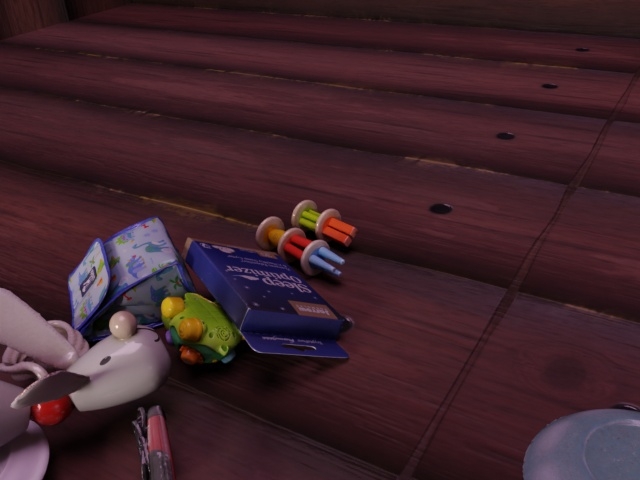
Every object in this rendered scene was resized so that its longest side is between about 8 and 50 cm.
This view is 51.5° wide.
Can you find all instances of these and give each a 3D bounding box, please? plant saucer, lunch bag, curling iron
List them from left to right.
[{"bbox_3d":[-0.249,0.053,0.850,0.151,0.096,0.129,-28,37,-7],"label":"lunch bag"},{"bbox_3d":[-0.120,0.245,0.544,0.035,0.068,0.274,-12,37,-17],"label":"curling iron"},{"bbox_3d":[0.278,0.206,0.577,0.195,0.037,0.195,-4,31,2],"label":"plant saucer"}]

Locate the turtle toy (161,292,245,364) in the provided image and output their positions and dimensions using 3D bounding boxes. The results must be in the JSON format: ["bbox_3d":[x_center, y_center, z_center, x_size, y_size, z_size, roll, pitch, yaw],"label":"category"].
[{"bbox_3d":[-0.142,0.102,0.770,0.095,0.066,0.130,7,19,-40],"label":"turtle toy"}]

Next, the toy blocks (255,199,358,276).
[{"bbox_3d":[0.000,0.000,0.940,0.123,0.054,0.148,-28,38,-34],"label":"toy blocks"}]

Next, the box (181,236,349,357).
[{"bbox_3d":[-0.065,0.065,0.800,0.136,0.036,0.225,12,19,-37],"label":"box"}]

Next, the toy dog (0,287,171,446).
[{"bbox_3d":[-0.312,0.117,0.583,0.220,0.161,0.333,17,31,32],"label":"toy dog"}]

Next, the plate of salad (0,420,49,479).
[{"bbox_3d":[-0.350,0.226,0.602,0.199,0.048,0.200,-2,27,1],"label":"plate of salad"}]
